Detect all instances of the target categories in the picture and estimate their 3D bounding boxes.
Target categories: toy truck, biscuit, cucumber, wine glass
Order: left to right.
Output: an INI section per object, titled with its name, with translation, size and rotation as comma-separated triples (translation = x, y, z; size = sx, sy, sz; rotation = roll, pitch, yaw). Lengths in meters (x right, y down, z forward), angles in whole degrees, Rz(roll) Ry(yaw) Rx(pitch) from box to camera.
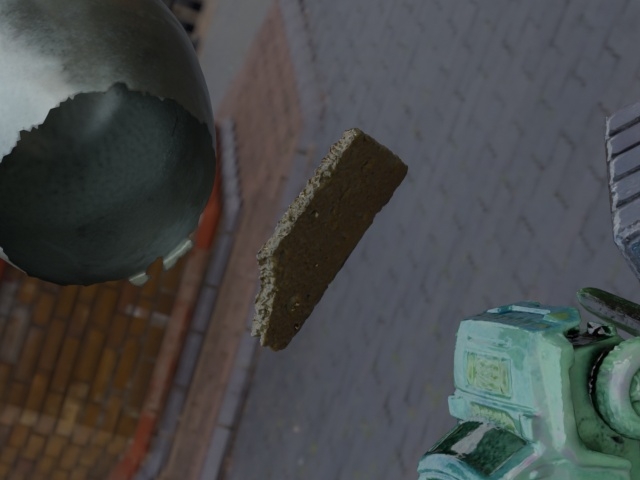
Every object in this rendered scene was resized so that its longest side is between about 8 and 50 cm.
[wine glass]
translation = -0.215, -0.120, 1.107
size = 0.323, 0.238, 0.238
rotation = 57, 132, 45
[biscuit]
translation = -0.008, 0.001, 1.414
size = 0.026, 0.131, 0.237
rotation = 38, 96, 31
[toy truck]
translation = 0.161, 0.182, 0.972
size = 0.155, 0.156, 0.279
rotation = -175, 74, -67
[cucumber]
translation = 0.345, 0.095, 1.460
size = 0.036, 0.184, 0.033
rotation = -60, -18, 2

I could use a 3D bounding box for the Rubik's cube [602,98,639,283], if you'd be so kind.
[Rubik's cube]
translation = 0.390, -0.020, 1.188
size = 0.237, 0.237, 0.238
rotation = -29, 20, 23
